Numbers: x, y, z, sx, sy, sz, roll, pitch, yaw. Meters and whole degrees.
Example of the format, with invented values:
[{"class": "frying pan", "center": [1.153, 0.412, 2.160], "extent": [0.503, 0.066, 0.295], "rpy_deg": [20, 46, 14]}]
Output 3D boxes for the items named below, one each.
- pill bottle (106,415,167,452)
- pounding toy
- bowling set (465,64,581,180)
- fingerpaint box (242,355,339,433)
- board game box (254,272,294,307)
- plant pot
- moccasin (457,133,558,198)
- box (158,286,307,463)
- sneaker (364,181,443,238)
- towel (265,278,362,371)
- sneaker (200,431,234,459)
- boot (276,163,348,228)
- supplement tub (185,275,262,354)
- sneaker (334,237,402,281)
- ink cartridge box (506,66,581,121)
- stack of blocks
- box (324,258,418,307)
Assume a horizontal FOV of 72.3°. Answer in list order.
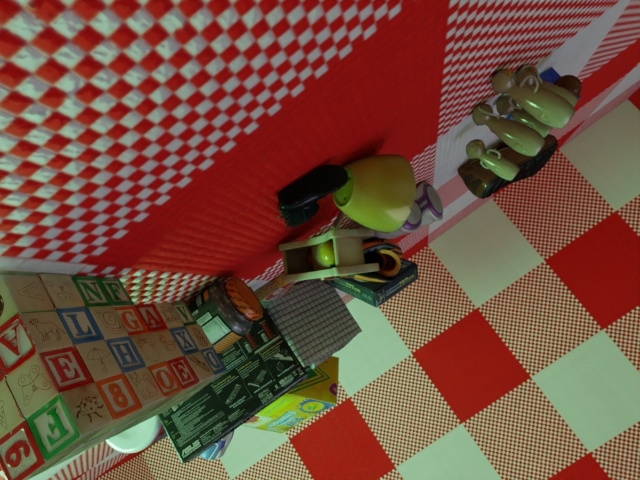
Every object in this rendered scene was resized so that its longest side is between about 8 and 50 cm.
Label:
[{"class": "pill bottle", "center": [-0.424, 0.434, 1.152], "extent": [0.161, 0.161, 0.283], "rpy_deg": [-36, 167, 3]}, {"class": "pounding toy", "center": [0.000, 0.000, 0.856], "extent": [0.154, 0.155, 0.269], "rpy_deg": [-5, 175, -17]}, {"class": "bowling set", "center": [0.416, -0.275, 0.901], "extent": [0.200, 0.154, 0.287], "rpy_deg": [-51, 170, -17]}, {"class": "fingerpaint box", "center": [-0.202, 0.484, 1.453], "extent": [0.370, 0.163, 0.445], "rpy_deg": [19, 141, -17]}, {"class": "board game box", "center": [-0.184, 0.174, 1.131], "extent": [0.259, 0.039, 0.124], "rpy_deg": [-31, 166, -9]}, {"class": "plant pot", "center": [0.077, -0.082, 0.725], "extent": [0.095, 0.134, 0.134], "rpy_deg": [4, 147, -29]}, {"class": "moccasin", "center": [0.593, -0.254, 1.378], "extent": [0.379, 0.147, 0.139], "rpy_deg": [-27, 151, -16]}, {"class": "box", "center": [-0.219, 0.287, 0.971], "extent": [0.307, 0.242, 0.076], "rpy_deg": [-33, 162, -14]}, {"class": "sneaker", "center": [0.226, -0.077, 1.179], "extent": [0.152, 0.114, 0.305], "rpy_deg": [-22, 178, 39]}, {"class": "towel", "center": [-0.038, 0.253, 1.331], "extent": [0.283, 0.235, 0.121], "rpy_deg": [-21, 166, -45]}, {"class": "sneaker", "center": [-0.302, 0.390, 1.089], "extent": [0.182, 0.127, 0.316], "rpy_deg": [3, 101, -54]}, {"class": "boot", "center": [-0.014, -0.066, 0.694], "extent": [0.121, 0.045, 0.099], "rpy_deg": [-27, 163, -6]}, {"class": "supplement tub", "center": [-0.211, 0.159, 0.826], "extent": [0.190, 0.117, 0.117], "rpy_deg": [-36, 167, 3]}, {"class": "sneaker", "center": [0.145, 0.057, 1.097], "extent": [0.321, 0.125, 0.180], "rpy_deg": [-6, -173, -44]}, {"class": "ink cartridge box", "center": [0.526, -0.311, 1.065], "extent": [0.046, 0.097, 0.207], "rpy_deg": [-33, 166, -9]}, {"class": "stack of blocks", "center": [-0.252, 0.138, 0.537], "extent": [0.087, 0.171, 0.297], "rpy_deg": [-37, 167, 7]}, {"class": "box", "center": [0.144, 0.098, 1.310], "extent": [0.183, 0.059, 0.232], "rpy_deg": [-28, -150, -30]}]
